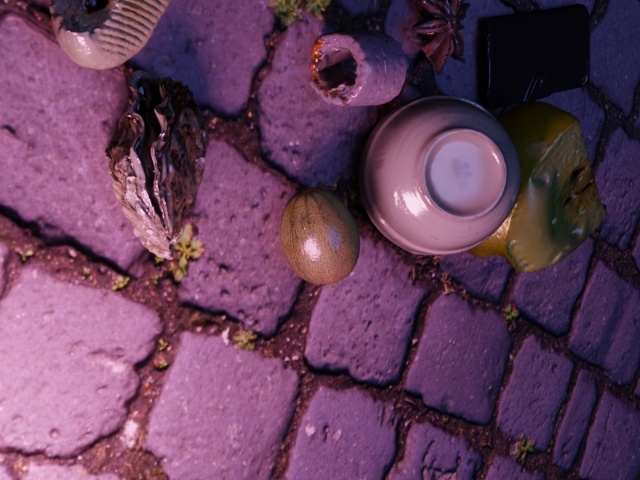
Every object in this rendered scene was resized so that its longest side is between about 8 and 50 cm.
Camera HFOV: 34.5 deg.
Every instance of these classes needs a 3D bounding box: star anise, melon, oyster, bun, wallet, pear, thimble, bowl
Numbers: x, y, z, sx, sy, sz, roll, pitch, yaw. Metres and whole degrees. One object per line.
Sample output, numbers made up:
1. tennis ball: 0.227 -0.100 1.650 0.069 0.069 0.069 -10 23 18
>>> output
1. star anise: 0.235 -0.418 1.983 0.182 0.065 0.195 -54 129 -27
2. melon: 0.000 0.000 1.798 0.139 0.139 0.192 -34 119 -35
3. oyster: -0.249 -0.112 1.549 0.198 0.112 0.268 19 78 -68
4. bun: -0.298 -0.346 1.405 0.212 0.126 0.204 -56 160 -11
5. wallet: 0.463 -0.400 2.231 0.377 0.051 0.197 -17 112 -40
6. pear: 0.407 -0.089 2.141 0.318 0.238 0.342 -45 137 -13
7. thimble: 0.065 -0.296 1.774 0.117 0.151 0.127 -7 115 -41
8. bowl: 0.234 -0.120 1.898 0.307 0.163 0.307 -1 93 -12
